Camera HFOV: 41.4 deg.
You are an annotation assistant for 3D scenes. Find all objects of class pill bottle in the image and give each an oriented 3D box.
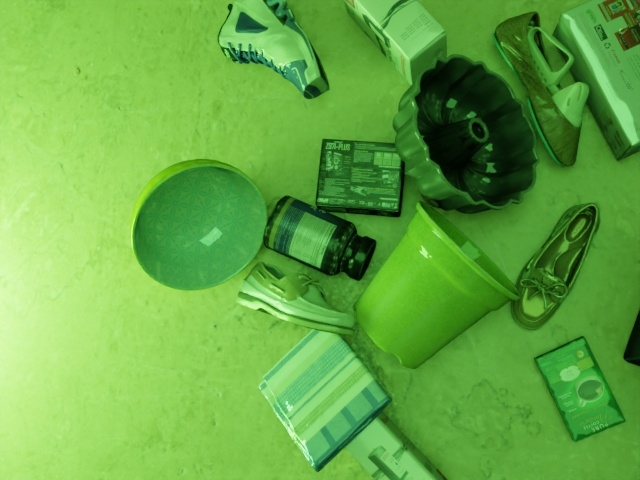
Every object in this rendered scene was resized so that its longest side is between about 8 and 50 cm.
[{"bbox_3d":[0.000,0.000,1.778,0.219,0.123,0.123,24,86,10],"label":"pill bottle"}]

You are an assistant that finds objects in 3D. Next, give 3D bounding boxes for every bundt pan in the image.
[{"bbox_3d":[0.279,-0.199,1.705,0.330,0.124,0.331,12,67,-29],"label":"bundt pan"}]

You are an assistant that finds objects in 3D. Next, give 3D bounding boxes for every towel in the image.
[{"bbox_3d":[0.003,0.304,1.700,0.209,0.034,0.285,-44,40,0],"label":"towel"}]

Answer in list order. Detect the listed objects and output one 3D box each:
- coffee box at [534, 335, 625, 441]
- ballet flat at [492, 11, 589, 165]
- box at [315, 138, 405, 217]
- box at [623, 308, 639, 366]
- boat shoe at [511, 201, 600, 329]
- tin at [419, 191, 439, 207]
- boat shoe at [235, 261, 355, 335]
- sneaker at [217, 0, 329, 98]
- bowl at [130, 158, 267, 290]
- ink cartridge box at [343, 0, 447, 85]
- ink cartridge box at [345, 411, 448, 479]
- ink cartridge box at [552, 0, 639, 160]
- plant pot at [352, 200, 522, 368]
[{"bbox_3d":[0.518,0.298,1.701,0.113,0.040,0.184,-26,79,5],"label":"coffee box"},{"bbox_3d":[0.476,-0.326,1.750,0.124,0.116,0.343,-32,71,36],"label":"ballet flat"},{"bbox_3d":[0.087,-0.133,1.806,0.180,0.077,0.148,4,83,9],"label":"box"},{"bbox_3d":[0.837,0.156,1.452,0.471,0.480,0.298,19,84,10],"label":"box"},{"bbox_3d":[0.475,0.048,1.717,0.104,0.089,0.285,27,87,11],"label":"boat shoe"},{"bbox_3d":[0.250,-0.161,1.808,0.106,0.040,0.190,-16,79,10],"label":"tin"},{"bbox_3d":[-0.049,0.116,1.728,0.302,0.113,0.103,15,84,37],"label":"boat shoe"},{"bbox_3d":[-0.118,-0.422,1.864,0.182,0.127,0.316,-30,72,7],"label":"sneaker"},{"bbox_3d":[-0.272,-0.056,1.792,0.289,0.289,0.156,-43,37,1],"label":"bowl"},{"bbox_3d":[0.155,-0.464,1.795,0.100,0.172,0.237,-40,79,2],"label":"ink cartridge box"},{"bbox_3d":[0.150,0.439,1.675,0.092,0.158,0.218,-43,78,1],"label":"ink cartridge box"},{"bbox_3d":[0.671,-0.365,1.727,0.271,0.130,0.310,-24,80,3],"label":"ink cartridge box"},{"bbox_3d":[0.211,0.107,1.680,0.276,0.276,0.254,44,101,12],"label":"plant pot"}]
